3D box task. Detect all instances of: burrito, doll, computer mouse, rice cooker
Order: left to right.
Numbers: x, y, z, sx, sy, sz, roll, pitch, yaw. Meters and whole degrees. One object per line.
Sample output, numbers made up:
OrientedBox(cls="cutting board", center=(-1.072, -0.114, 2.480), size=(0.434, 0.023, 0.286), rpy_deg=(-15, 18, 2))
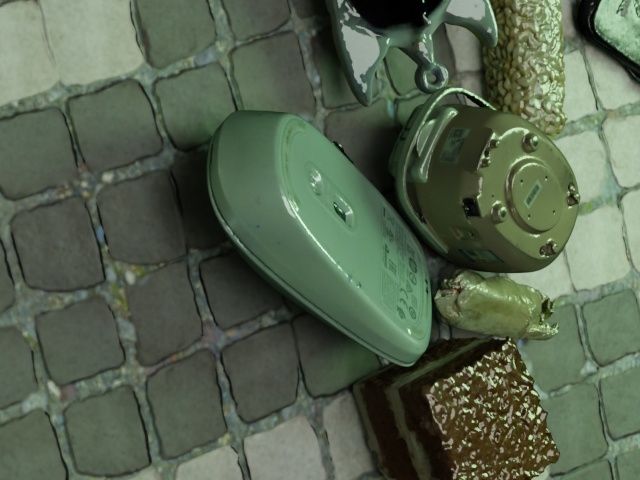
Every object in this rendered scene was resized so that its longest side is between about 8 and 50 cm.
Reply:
OrientedBox(cls="computer mouse", center=(-0.006, 0.002, 1.673), size=(0.288, 0.097, 0.159), rpy_deg=(46, 31, -39))
OrientedBox(cls="doll", center=(0.047, -0.277, 1.713), size=(0.145, 0.103, 0.316), rpy_deg=(-37, 114, -41))
OrientedBox(cls="rice cooker", center=(0.156, -0.050, 1.767), size=(0.206, 0.127, 0.145), rpy_deg=(41, 68, -45))
OrientedBox(cls="burrito", center=(0.168, 0.062, 1.806), size=(0.188, 0.045, 0.058), rpy_deg=(13, 82, -46))

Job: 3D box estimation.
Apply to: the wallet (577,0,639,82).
OrientedBox(cls="wallet", center=(0.405, -0.218, 1.988), size=(0.318, 0.045, 0.172), rpy_deg=(30, 77, -32))

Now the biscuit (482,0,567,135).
OrientedBox(cls="biscuit", center=(0.201, -0.183, 1.839), size=(0.082, 0.070, 0.168), rpy_deg=(-5, 94, -25))

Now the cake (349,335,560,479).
OrientedBox(cls="cake", center=(0.117, 0.166, 1.728), size=(0.134, 0.147, 0.135), rpy_deg=(-25, 103, -33))
